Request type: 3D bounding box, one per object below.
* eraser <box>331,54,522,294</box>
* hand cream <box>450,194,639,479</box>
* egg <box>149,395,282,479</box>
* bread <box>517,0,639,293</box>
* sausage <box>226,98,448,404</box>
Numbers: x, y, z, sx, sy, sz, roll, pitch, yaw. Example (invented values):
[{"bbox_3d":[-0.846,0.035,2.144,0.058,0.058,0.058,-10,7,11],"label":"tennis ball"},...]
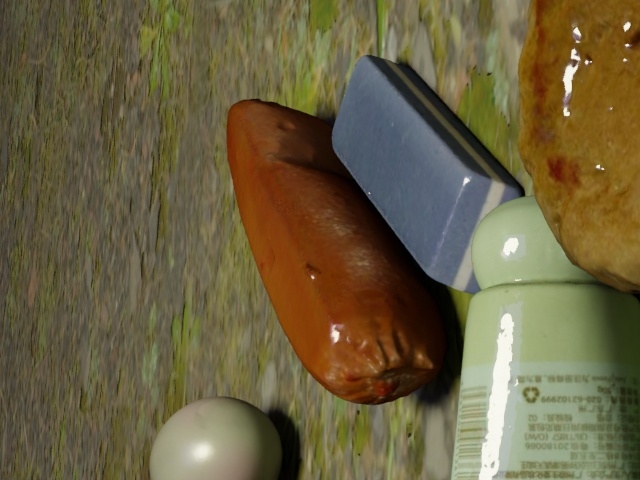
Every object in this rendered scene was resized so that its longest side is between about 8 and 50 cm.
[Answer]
[{"bbox_3d":[0.067,-0.051,1.083,0.225,0.036,0.082,-124,46,-55],"label":"eraser"},{"bbox_3d":[0.125,0.128,0.829,0.093,0.147,0.306,46,-135,-68],"label":"hand cream"},{"bbox_3d":[-0.085,0.180,1.280,0.135,0.103,0.103,-39,49,54],"label":"egg"},{"bbox_3d":[0.188,-0.077,0.724,0.230,0.123,0.230,-8,81,62],"label":"bread"},{"bbox_3d":[-0.001,0.000,1.148,0.094,0.097,0.348,-63,30,24],"label":"sausage"}]
